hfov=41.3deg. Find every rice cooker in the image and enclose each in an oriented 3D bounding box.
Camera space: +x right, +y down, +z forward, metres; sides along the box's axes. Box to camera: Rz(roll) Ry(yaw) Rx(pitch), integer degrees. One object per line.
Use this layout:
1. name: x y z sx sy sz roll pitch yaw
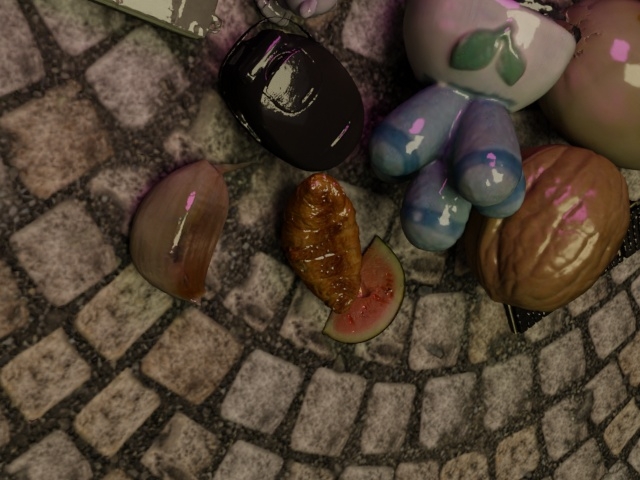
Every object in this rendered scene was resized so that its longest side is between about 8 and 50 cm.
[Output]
1. rice cooker: -0.037 -0.175 1.042 0.142 0.118 0.203 -49 123 -9

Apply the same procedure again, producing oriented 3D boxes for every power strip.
1. power strip: -0.232 -0.296 0.932 0.272 0.052 0.078 14 96 -32

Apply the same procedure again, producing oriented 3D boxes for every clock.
1. clock: 0.008 -0.337 1.024 0.080 0.117 0.176 40 81 -33

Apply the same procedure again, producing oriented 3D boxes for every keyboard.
1. keyboard: 0.437 0.041 1.441 0.317 0.027 0.106 -31 118 -19

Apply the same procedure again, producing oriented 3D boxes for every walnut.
1. walnut: 0.328 -0.017 1.244 0.225 0.225 0.261 35 91 -33

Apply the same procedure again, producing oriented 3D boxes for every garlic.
1. garlic: -0.159 -0.027 1.044 0.129 0.091 0.198 23 84 -48

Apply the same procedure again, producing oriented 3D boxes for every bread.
1. bread: 0.000 0.000 1.134 0.105 0.076 0.233 -20 127 -8

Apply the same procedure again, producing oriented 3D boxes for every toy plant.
1. toy plant: 0.179 -0.147 1.105 0.247 0.247 0.332 18 91 -33

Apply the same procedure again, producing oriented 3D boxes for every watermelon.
1. watermelon: 0.081 0.087 1.234 0.163 0.087 0.069 -60 160 -1

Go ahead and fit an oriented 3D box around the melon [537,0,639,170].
1. melon: 0.444 -0.229 1.253 0.317 0.223 0.223 26 89 -37
